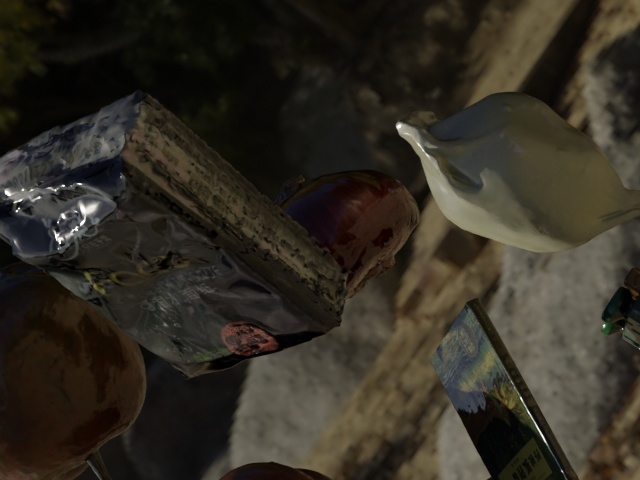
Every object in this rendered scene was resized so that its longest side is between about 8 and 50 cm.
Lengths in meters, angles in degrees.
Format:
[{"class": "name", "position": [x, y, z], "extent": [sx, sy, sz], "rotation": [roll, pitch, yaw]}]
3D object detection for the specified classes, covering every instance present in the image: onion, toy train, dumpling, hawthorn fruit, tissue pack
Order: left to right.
[{"class": "hawthorn fruit", "position": [-0.338, 0.177, 1.949], "extent": [0.267, 0.301, 0.268], "rotation": [-28, 0, 0]}, {"class": "tissue pack", "position": [-0.160, 0.011, 1.638], "extent": [0.245, 0.332, 0.123], "rotation": [-20, 42, 36]}, {"class": "onion", "position": [0.005, 0.010, 1.910], "extent": [0.248, 0.161, 0.248], "rotation": [-60, 1, 2]}, {"class": "dumpling", "position": [0.176, -0.061, 1.450], "extent": [0.162, 0.250, 0.132], "rotation": [-139, 67, -75]}, {"class": "toy train", "position": [0.388, 0.064, 1.842], "extent": [0.136, 0.091, 0.228], "rotation": [-55, -15, -8]}]

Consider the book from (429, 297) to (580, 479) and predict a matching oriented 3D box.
[{"class": "book", "position": [0.197, 0.191, 1.774], "extent": [0.024, 0.228, 0.160], "rotation": [-19, -21, -21]}]

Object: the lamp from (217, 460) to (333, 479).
[{"class": "lamp", "position": [-0.028, 0.398, 1.883], "extent": [0.239, 0.305, 0.305], "rotation": [-30, 16, 37]}]

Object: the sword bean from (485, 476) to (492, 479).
[{"class": "sword bean", "position": [0.187, 0.318, 1.933], "extent": [0.269, 0.043, 0.038], "rotation": [-30, -28, -49]}]
